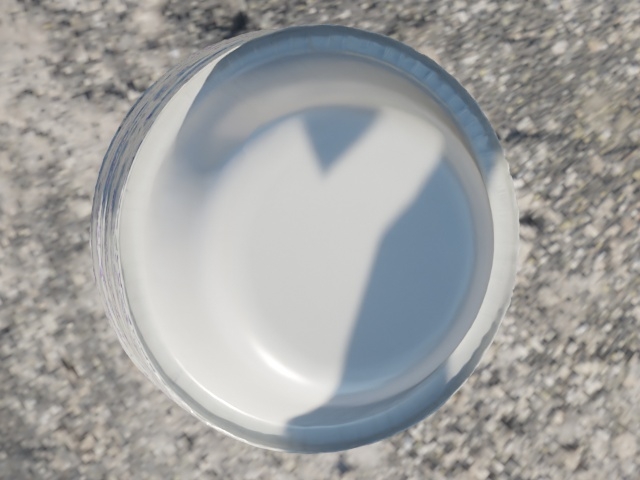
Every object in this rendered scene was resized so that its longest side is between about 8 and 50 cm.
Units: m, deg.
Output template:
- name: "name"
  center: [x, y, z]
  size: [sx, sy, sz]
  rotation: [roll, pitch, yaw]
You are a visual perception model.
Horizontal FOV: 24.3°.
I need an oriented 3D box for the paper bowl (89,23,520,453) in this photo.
- name: "paper bowl"
  center: [0.000, 0.000, 0.983]
  size: [0.148, 0.284, 0.284]
  rotation: [-167, 60, -69]
